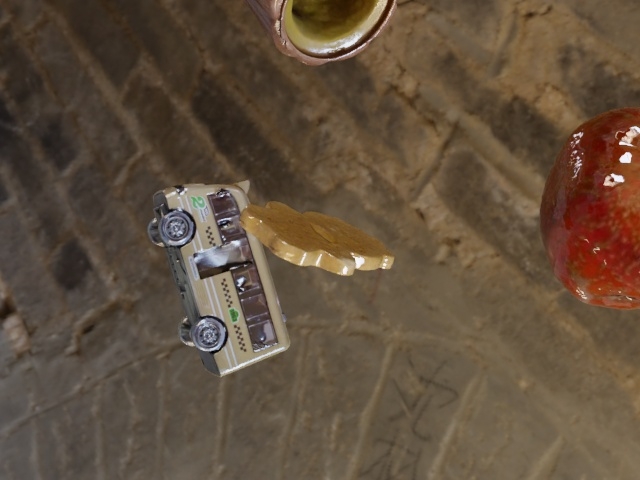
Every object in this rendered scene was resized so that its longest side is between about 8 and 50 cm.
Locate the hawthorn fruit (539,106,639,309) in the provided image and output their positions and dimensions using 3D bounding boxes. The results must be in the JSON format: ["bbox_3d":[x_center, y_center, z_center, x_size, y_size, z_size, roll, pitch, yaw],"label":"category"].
[{"bbox_3d":[0.443,-0.030,1.314,0.275,0.275,0.300,55,-21,29],"label":"hawthorn fruit"}]

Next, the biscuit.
[{"bbox_3d":[-0.006,-0.001,0.982,0.133,0.184,0.027,32,-72,24],"label":"biscuit"}]

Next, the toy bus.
[{"bbox_3d":[-0.153,0.049,1.389,0.139,0.157,0.290,170,-97,-71],"label":"toy bus"}]

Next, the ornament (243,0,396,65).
[{"bbox_3d":[-0.015,-0.352,1.160,0.218,0.221,0.235,58,7,38],"label":"ornament"}]
